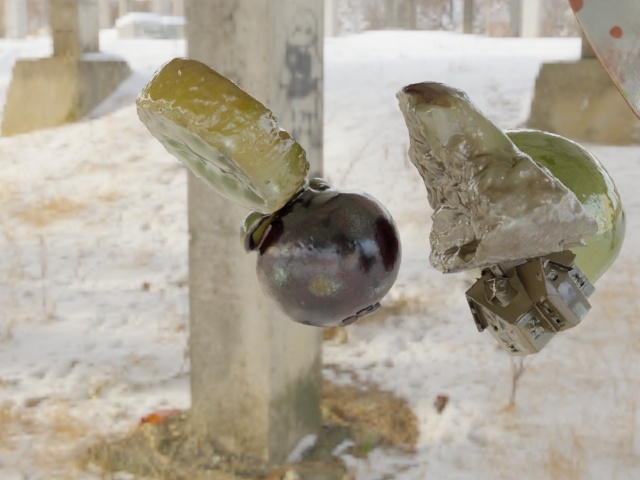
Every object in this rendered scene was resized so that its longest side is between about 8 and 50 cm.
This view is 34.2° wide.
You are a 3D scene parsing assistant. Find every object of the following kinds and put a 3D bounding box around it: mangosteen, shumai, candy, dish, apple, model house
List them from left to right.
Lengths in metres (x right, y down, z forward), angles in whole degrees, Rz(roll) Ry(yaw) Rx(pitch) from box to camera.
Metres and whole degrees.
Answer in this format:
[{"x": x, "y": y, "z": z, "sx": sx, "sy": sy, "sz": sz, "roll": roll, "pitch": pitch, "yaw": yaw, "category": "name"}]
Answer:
[{"x": -0.133, "y": -0.144, "z": 1.432, "sx": 0.260, "sy": 0.118, "sz": 0.260, "roll": 33, "pitch": -14, "yaw": 9, "category": "candy"}, {"x": 0.004, "y": 0.019, "z": 1.990, "sx": 0.311, "sy": 0.311, "sz": 0.311, "roll": 0, "pitch": 10, "yaw": 0, "category": "mangosteen"}, {"x": 0.243, "y": -0.104, "z": 1.496, "sx": 0.217, "sy": 0.283, "sz": 0.346, "roll": -13, "pitch": -4, "yaw": -3, "category": "shumai"}, {"x": 0.317, "y": 0.043, "z": 1.716, "sx": 0.181, "sy": 0.248, "sz": 0.176, "roll": -43, "pitch": 4, "yaw": -21, "category": "model house"}, {"x": 0.399, "y": -0.052, "z": 2.006, "sx": 0.358, "sy": 0.357, "sz": 0.357, "roll": 0, "pitch": 10, "yaw": 0, "category": "apple"}, {"x": 0.297, "y": -0.192, "z": 0.893, "sx": 0.085, "sy": 0.260, "sz": 0.260, "roll": -31, "pitch": 9, "yaw": 5, "category": "dish"}]
